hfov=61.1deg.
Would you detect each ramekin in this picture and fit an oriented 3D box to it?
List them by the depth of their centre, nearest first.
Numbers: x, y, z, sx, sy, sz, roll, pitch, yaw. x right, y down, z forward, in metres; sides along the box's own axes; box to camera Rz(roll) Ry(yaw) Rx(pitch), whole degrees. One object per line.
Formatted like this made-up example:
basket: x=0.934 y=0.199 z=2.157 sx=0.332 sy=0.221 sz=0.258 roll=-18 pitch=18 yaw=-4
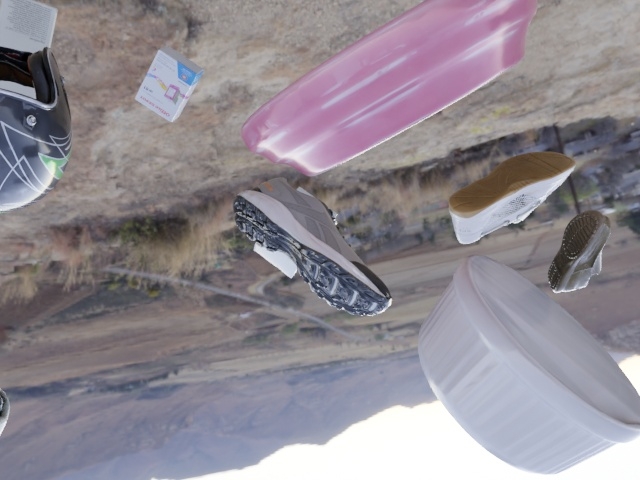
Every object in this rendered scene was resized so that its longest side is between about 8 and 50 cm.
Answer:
ramekin: x=0.241 y=0.152 z=0.661 sx=0.273 sy=0.273 sz=0.127 roll=9 pitch=126 yaw=-49

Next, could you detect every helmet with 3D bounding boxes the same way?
helmet: x=-0.315 y=-0.104 z=0.504 sx=0.169 sy=0.161 sz=0.169 roll=-7 pitch=146 yaw=-5

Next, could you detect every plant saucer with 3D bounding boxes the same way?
plant saucer: x=0.077 y=-0.162 z=0.572 sx=0.332 sy=0.084 sz=0.332 roll=-28 pitch=-171 yaw=5

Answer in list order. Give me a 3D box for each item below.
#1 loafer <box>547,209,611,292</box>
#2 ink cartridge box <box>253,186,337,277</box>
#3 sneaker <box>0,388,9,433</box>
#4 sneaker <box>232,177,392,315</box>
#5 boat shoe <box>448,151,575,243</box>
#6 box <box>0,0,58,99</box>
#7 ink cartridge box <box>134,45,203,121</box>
loafer: x=0.355 y=0.015 z=0.732 sx=0.050 sy=0.056 sz=0.148 roll=1 pitch=141 yaw=-4
ink cartridge box: x=-0.064 y=-0.022 z=1.400 sx=0.128 sy=0.176 sz=0.127 roll=36 pitch=155 yaw=3
sneaker: x=-0.581 y=0.290 z=0.919 sx=0.110 sy=0.118 sz=0.292 roll=31 pitch=173 yaw=-35
sneaker: x=0.000 y=0.000 z=0.782 sx=0.108 sy=0.271 sz=0.100 roll=-40 pitch=163 yaw=-32
boat shoe: x=0.346 y=-0.079 z=0.988 sx=0.277 sy=0.098 sz=0.096 roll=-25 pitch=127 yaw=-18
box: x=-0.675 y=-0.400 z=1.204 sx=0.113 sy=0.275 sz=0.094 roll=9 pitch=-164 yaw=-42
ink cartridge box: x=-0.311 y=-0.320 z=1.116 sx=0.088 sy=0.052 sz=0.122 roll=32 pitch=118 yaw=-12
